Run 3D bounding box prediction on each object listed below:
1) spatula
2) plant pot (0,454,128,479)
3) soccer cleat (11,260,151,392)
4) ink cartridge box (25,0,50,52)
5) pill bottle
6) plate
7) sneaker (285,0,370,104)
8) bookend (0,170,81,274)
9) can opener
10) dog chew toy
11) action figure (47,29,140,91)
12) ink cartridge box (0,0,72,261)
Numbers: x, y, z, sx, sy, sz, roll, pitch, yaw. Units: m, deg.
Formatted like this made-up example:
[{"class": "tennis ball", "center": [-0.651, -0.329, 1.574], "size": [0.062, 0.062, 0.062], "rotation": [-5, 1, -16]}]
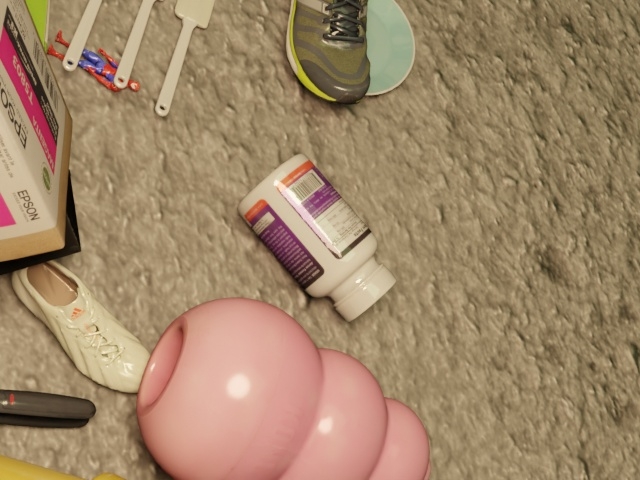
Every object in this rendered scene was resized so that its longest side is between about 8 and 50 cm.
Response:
[{"class": "spatula", "center": [-0.228, -0.274, 1.252], "size": [0.168, 0.019, 0.242], "rotation": [25, 56, -19]}, {"class": "plant pot", "center": [-0.288, 0.303, 0.898], "size": [0.239, 0.254, 0.254], "rotation": [25, 61, 5]}, {"class": "soccer cleat", "center": [-0.254, 0.090, 1.076], "size": [0.196, 0.076, 0.068], "rotation": [43, 60, -3]}, {"class": "ink cartridge box", "center": [-0.354, -0.274, 1.110], "size": [0.097, 0.189, 0.255], "rotation": [5, 68, -21]}, {"class": "pill bottle", "center": [0.000, 0.000, 1.204], "size": [0.108, 0.108, 0.193], "rotation": [-40, 89, -30]}, {"class": "plate", "center": [0.042, -0.280, 1.379], "size": [0.188, 0.024, 0.188], "rotation": [8, 68, -21]}, {"class": "sneaker", "center": [0.018, -0.319, 1.299], "size": [0.111, 0.121, 0.300], "rotation": [0, 70, -23]}, {"class": "bookend", "center": [-0.344, -0.037, 1.059], "size": [0.156, 0.072, 0.157], "rotation": [-16, 39, -6]}, {"class": "can opener", "center": [-0.324, 0.168, 1.027], "size": [0.186, 0.059, 0.073], "rotation": [11, 66, -19]}, {"class": "dog chew toy", "center": [-0.024, 0.196, 1.073], "size": [0.332, 0.206, 0.206], "rotation": [27, 62, -21]}, {"class": "action figure", "center": [-0.272, -0.213, 1.215], "size": [0.115, 0.030, 0.038], "rotation": [29, 57, -13]}, {"class": "ink cartridge box", "center": [-0.302, -0.127, 0.909], "size": [0.088, 0.234, 0.193], "rotation": [-10, 48, 0]}]
